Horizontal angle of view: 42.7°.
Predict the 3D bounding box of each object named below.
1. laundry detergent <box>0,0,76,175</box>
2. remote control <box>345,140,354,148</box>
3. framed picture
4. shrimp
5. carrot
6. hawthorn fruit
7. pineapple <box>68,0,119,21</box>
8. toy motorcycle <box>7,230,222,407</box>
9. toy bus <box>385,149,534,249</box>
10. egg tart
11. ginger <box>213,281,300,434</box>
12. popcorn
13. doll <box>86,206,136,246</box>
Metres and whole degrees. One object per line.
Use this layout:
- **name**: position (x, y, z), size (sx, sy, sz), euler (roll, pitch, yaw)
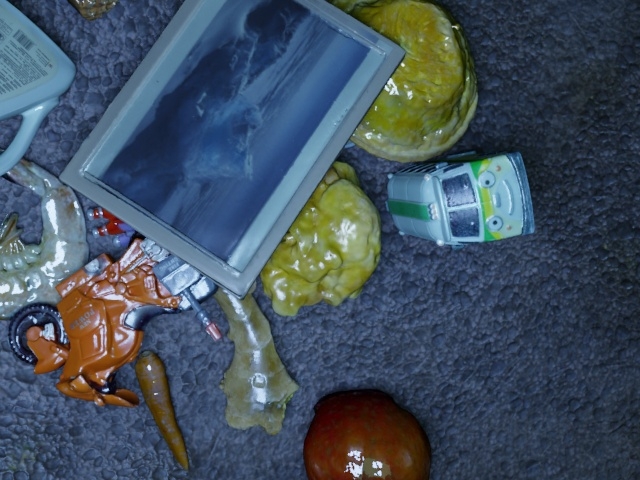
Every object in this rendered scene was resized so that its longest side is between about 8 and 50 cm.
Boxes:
- **laundry detergent**: position (-0.500, -0.199, 1.158), size (0.215, 0.105, 0.280), euler (43, 66, -30)
- **remote control**: position (-0.035, -0.232, 1.341), size (0.244, 0.047, 0.087), euler (29, 84, -14)
- **framed picture**: position (-0.127, -0.183, 1.204), size (0.326, 0.028, 0.446), euler (32, 82, 4)
- **shrimp**: position (-0.503, -0.031, 1.226), size (0.247, 0.085, 0.360), euler (-47, 109, -10)
- **carrot**: position (-0.253, 0.281, 1.331), size (0.048, 0.048, 0.216), euler (-19, 103, -12)
- **hawthorn fruit**: position (0.078, 0.359, 1.315), size (0.215, 0.249, 0.215), euler (0, 107, 0)
- **pineapple**: position (-0.274, -0.448, 1.224), size (0.277, 0.130, 0.119), euler (-45, 139, -7)
- **toy motorcycle**: position (-0.291, 0.125, 1.232), size (0.326, 0.148, 0.221), euler (-36, 88, -4)
- **toy bus**: position (0.212, -0.066, 1.300), size (0.165, 0.276, 0.133), euler (-14, 97, -9)
- **egg tart**: position (0.132, -0.284, 1.315), size (0.319, 0.128, 0.318), euler (3, 81, -18)
- **ginger**: position (-0.128, 0.177, 1.338), size (0.131, 0.086, 0.294), euler (-21, 91, 4)
- **popcorn**: position (0.004, -0.002, 1.297), size (0.191, 0.190, 0.253), euler (7, 89, -21)
- **doll**: position (-0.249, -0.048, 1.287), size (0.228, 0.075, 0.102), euler (-14, 112, -3)
